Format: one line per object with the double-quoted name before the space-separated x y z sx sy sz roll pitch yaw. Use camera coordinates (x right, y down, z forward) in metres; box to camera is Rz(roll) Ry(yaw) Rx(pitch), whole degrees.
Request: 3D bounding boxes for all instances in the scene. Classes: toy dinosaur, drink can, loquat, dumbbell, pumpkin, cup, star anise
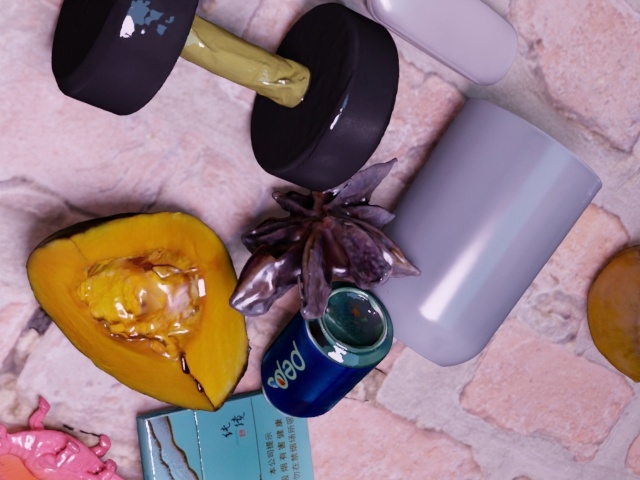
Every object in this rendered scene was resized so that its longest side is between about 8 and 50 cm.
"toy dinosaur" -0.312 0.299 1.149 0.139 0.070 0.286 -42 130 6
"drink can" 0.002 0.142 1.165 0.118 0.118 0.205 -2 150 -28
"loquat" 0.510 0.105 1.439 0.187 0.176 0.234 -12 104 -24
"dumbbell" -0.095 -0.192 0.985 0.322 0.203 0.204 19 99 -32
"pumpkin" -0.210 0.050 1.084 0.312 0.148 0.169 60 39 -39
"cup" 0.189 -0.005 1.208 0.205 0.205 0.312 34 92 -33
"star anise" 0.004 0.001 1.084 0.212 0.283 0.129 -8 121 6

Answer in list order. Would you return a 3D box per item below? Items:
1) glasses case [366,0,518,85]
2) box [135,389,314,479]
"glasses case" 0.156 -0.273 1.172 0.233 0.059 0.092 23 99 -33
"box" -0.117 0.285 1.207 0.229 0.041 0.162 -6 89 -32
